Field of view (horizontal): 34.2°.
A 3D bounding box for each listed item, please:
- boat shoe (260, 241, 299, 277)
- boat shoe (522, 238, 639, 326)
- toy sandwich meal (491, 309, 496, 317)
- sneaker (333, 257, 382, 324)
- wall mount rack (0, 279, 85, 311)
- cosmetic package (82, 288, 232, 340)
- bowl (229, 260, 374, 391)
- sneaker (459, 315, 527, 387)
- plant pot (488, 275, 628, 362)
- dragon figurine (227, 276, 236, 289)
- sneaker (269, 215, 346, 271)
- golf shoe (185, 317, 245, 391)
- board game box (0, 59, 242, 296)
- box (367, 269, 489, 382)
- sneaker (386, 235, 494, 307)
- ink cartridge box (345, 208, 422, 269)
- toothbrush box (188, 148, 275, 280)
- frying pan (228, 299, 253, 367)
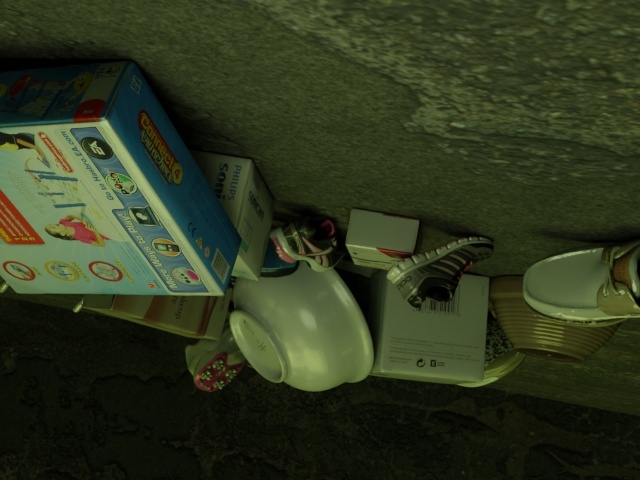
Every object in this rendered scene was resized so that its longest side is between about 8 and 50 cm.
[{"bbox_3d":[-0.159,0.017,1.635,0.258,0.109,0.089,21,164,16],"label":"boat shoe"},{"bbox_3d":[0.390,0.043,1.290,0.302,0.113,0.103,-6,160,27],"label":"boat shoe"},{"bbox_3d":[0.365,0.138,1.969,0.085,0.029,0.085,16,168,4],"label":"toy sandwich meal"},{"bbox_3d":[-0.006,0.104,1.846,0.226,0.164,0.086,15,170,-9],"label":"sneaker"},{"bbox_3d":[-0.588,0.087,2.445,0.350,0.131,0.304,21,166,-36],"label":"wall mount rack"},{"bbox_3d":[-0.352,0.115,2.285,0.296,0.153,0.129,20,167,-42],"label":"cosmetic package"},{"bbox_3d":[-0.057,0.144,1.736,0.298,0.134,0.298,39,148,30],"label":"bowl"},{"bbox_3d":[0.226,0.186,2.108,0.410,0.158,0.182,-2,146,34],"label":"sneaker"},{"bbox_3d":[0.392,0.140,1.740,0.237,0.110,0.237,10,168,2],"label":"plant pot"},{"bbox_3d":[-0.072,0.080,1.982,0.289,0.085,0.144,6,168,34],"label":"dragon figurine"},{"bbox_3d":[0.000,0.000,1.567,0.077,0.072,0.178,-32,165,23],"label":"sneaker"},{"bbox_3d":[-0.186,0.207,2.391,0.140,0.306,0.115,44,169,47],"label":"golf shoe"},{"bbox_3d":[-0.287,-0.057,1.182,0.301,0.086,0.308,0,143,22],"label":"board game box"},{"bbox_3d":[0.178,0.145,1.759,0.180,0.182,0.119,7,170,-11],"label":"box"},{"bbox_3d":[0.176,0.047,1.450,0.170,0.075,0.063,-18,163,-26],"label":"sneaker"},{"bbox_3d":[0.094,0.003,1.507,0.099,0.056,0.135,9,168,10],"label":"ink cartridge box"},{"bbox_3d":[-0.227,-0.047,1.420,0.295,0.126,0.216,9,167,7],"label":"toothbrush box"},{"bbox_3d":[-0.148,0.173,2.508,0.197,0.326,0.053,-28,142,-7],"label":"frying pan"}]
